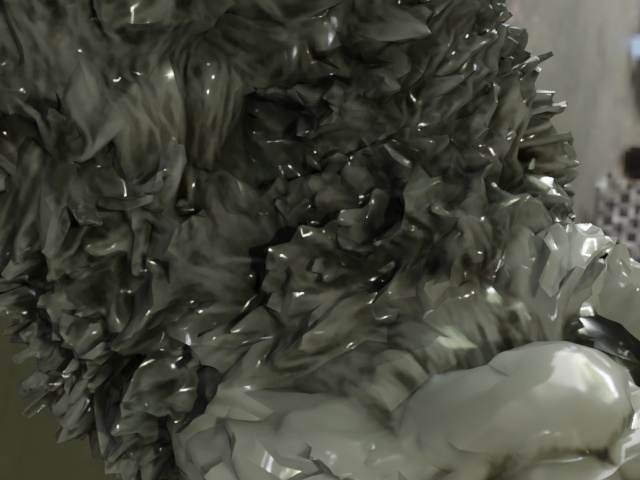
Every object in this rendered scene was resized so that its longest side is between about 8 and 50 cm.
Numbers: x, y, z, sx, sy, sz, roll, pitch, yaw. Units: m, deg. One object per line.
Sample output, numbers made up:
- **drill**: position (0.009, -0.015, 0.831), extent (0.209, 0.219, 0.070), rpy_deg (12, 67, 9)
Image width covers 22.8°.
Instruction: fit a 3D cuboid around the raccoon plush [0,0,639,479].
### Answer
- **raccoon plush**: position (0.000, 0.000, 0.538), extent (0.299, 0.216, 0.446), rpy_deg (63, 2, -15)
